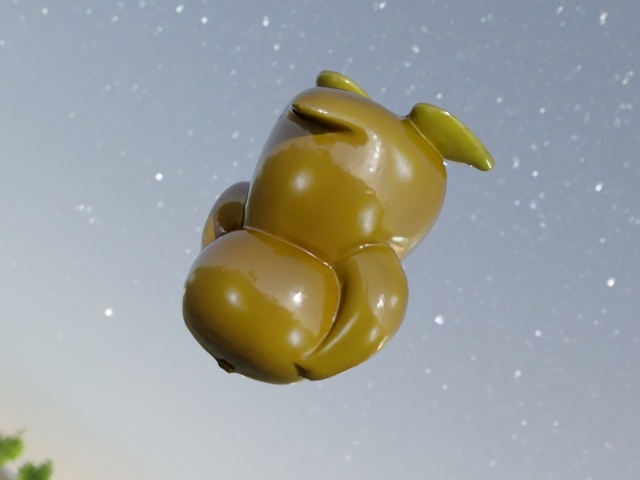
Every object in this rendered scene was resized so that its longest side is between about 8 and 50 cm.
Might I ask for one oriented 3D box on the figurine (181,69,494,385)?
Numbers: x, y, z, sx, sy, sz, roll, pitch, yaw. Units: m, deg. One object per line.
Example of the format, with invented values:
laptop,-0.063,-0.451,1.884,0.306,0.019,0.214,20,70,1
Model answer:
figurine,0.000,-0.009,0.809,0.215,0.228,0.215,16,9,-3
